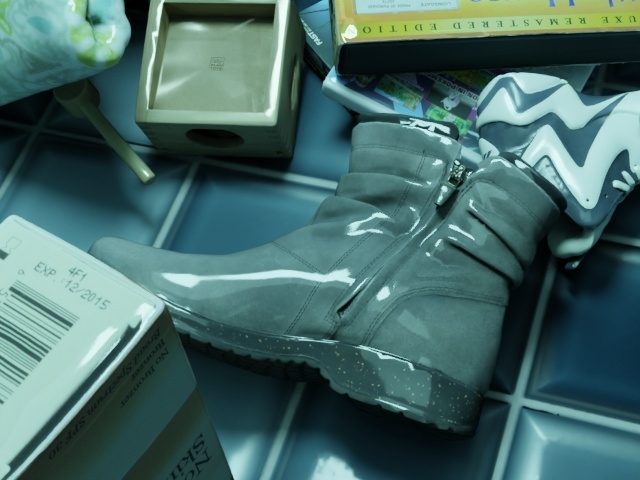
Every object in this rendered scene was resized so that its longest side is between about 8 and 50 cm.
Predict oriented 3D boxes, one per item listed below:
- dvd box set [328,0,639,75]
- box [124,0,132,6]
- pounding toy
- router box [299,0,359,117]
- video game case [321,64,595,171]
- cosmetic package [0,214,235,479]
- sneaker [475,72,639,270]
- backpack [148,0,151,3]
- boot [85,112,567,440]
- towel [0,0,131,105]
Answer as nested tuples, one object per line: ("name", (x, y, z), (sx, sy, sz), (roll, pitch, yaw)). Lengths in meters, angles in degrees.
("dvd box set", (0.147, -0.353, 1.118), (0.307, 0.062, 0.420), (-4, 69, -5))
("box", (-0.303, -0.288, 1.258), (0.232, 0.059, 0.183), (33, 64, 26))
("pounding toy", (-0.127, -0.122, 1.097), (0.206, 0.094, 0.181), (3, 74, 10))
("router box", (0.037, -0.182, 1.147), (0.092, 0.038, 0.122), (-30, 56, -13))
("video game case", (0.131, -0.155, 1.091), (0.201, 0.023, 0.183), (28, 64, 7))
("cosmetic package", (-0.159, 0.142, 0.786), (0.129, 0.296, 0.153), (27, 64, 23))
("sneaker", (0.240, -0.044, 0.996), (0.235, 0.094, 0.153), (9, 74, -10))
("backpack", (-0.120, -0.360, 1.125), (0.191, 0.225, 0.253), (8, 55, 9))
("boot", (0.000, 0.000, 0.943), (0.338, 0.118, 0.223), (19, 79, 7))
("towel", (-0.298, -0.304, 1.053), (0.090, 0.374, 0.320), (-9, 2, -40))
